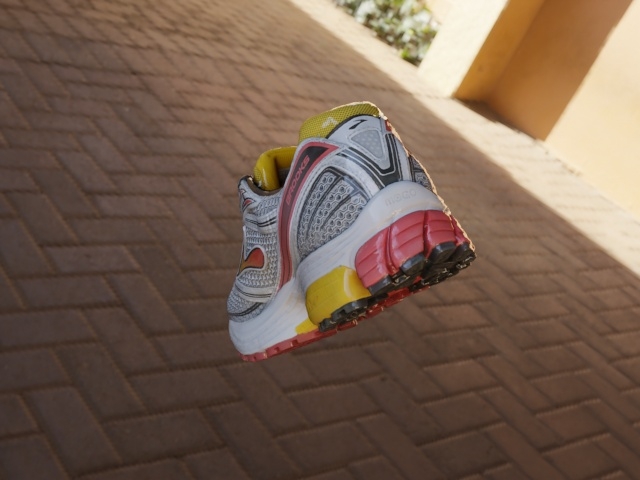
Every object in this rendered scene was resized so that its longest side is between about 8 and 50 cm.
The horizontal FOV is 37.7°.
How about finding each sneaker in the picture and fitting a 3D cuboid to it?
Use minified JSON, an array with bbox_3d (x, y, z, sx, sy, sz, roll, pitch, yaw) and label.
[{"bbox_3d":[0.000,0.000,0.476,0.088,0.225,0.093,-19,81,-25],"label":"sneaker"}]
